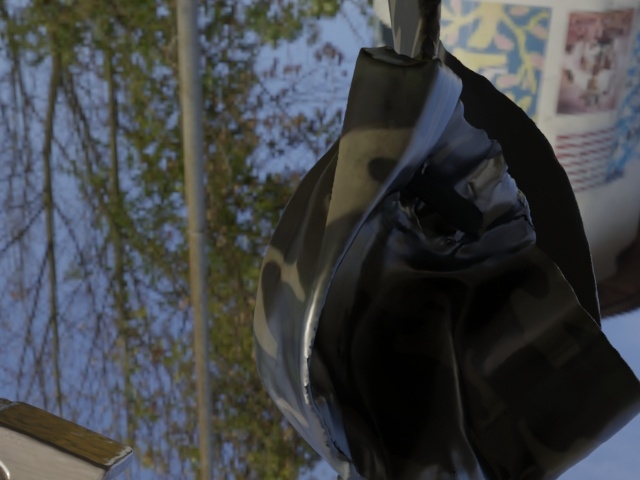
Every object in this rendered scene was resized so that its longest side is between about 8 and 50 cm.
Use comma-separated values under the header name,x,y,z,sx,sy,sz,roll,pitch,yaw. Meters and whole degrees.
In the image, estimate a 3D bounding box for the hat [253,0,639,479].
name,x,y,z,sx,sy,sz,roll,pitch,yaw
hat,0.057,-0.027,0.733,0.257,0.366,0.381,-33,-143,3

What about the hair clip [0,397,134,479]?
name,x,y,z,sx,sy,sz,roll,pitch,yaw
hair clip,-0.301,0.135,0.778,0.331,0.101,0.085,20,180,11
